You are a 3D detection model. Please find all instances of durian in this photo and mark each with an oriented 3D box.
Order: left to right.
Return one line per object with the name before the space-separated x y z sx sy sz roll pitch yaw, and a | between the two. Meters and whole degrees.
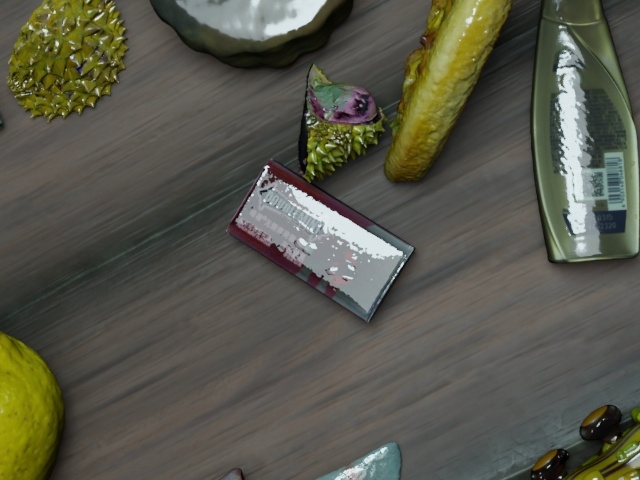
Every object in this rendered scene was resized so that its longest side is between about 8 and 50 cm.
durian | -0.346 -0.262 1.166 0.182 0.165 0.132 -34 43 -15
durian | 0.029 -0.133 1.088 0.108 0.187 0.119 4 122 -5

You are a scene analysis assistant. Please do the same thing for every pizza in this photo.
pizza | 0.145 -0.197 0.998 0.087 0.268 0.258 20 89 -1

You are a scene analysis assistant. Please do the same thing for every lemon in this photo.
lemon | -0.462 0.253 1.101 0.253 0.253 0.311 22 100 8

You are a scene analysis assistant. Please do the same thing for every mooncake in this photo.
mooncake | -0.083 -0.360 1.088 0.290 0.161 0.291 0 91 7

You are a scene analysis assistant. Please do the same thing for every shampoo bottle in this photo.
shampoo bottle | 0.323 -0.149 1.066 0.125 0.084 0.350 -5 89 6

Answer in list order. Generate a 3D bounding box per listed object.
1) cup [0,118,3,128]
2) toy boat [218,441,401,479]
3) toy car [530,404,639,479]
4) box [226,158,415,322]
cup | -0.506 -0.200 1.181 0.120 0.120 0.141 -29 100 7
toy boat | -0.011 0.363 1.126 0.282 0.096 0.206 -24 93 -5
toy car | 0.368 0.319 1.027 0.248 0.142 0.200 -44 83 4
box | 0.000 0.000 1.122 0.224 0.069 0.120 34 94 9
